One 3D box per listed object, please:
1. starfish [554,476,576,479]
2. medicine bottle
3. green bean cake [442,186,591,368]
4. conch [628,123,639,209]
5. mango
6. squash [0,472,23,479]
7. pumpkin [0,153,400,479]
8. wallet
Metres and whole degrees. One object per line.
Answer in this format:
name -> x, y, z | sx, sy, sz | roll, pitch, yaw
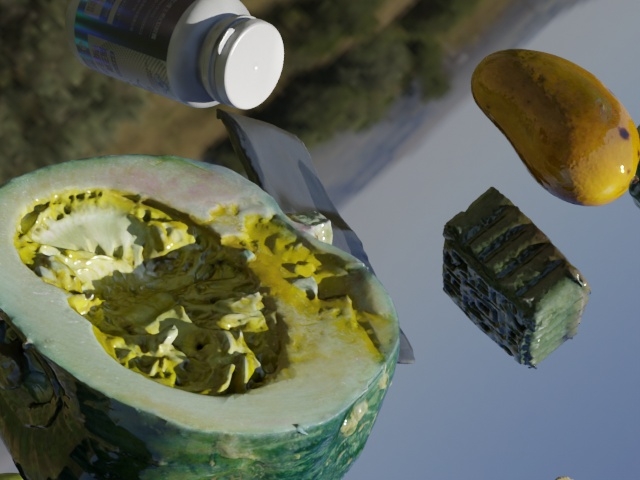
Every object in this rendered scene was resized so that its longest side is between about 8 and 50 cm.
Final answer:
starfish -> 0.316, 0.317, 1.739 | 0.062, 0.277, 0.235 | -76, 170, -82
medicine bottle -> -0.130, -0.182, 1.568 | 0.107, 0.191, 0.107 | -31, 132, -42
green bean cake -> 0.222, 0.050, 2.054 | 0.094, 0.173, 0.181 | -37, 159, -15
conch -> 0.404, -0.053, 1.717 | 0.195, 0.220, 0.277 | 8, 94, -55
mango -> 0.220, -0.108, 1.587 | 0.115, 0.178, 0.090 | -21, 149, -30
squash -> -0.276, 0.249, 1.404 | 0.187, 0.123, 0.123 | -26, 170, -38
pumpkin -> -0.105, 0.093, 1.220 | 0.263, 0.293, 0.197 | -25, 146, -37
wallet -> 0.000, 0.000, 1.993 | 0.041, 0.323, 0.247 | -33, 166, 14
